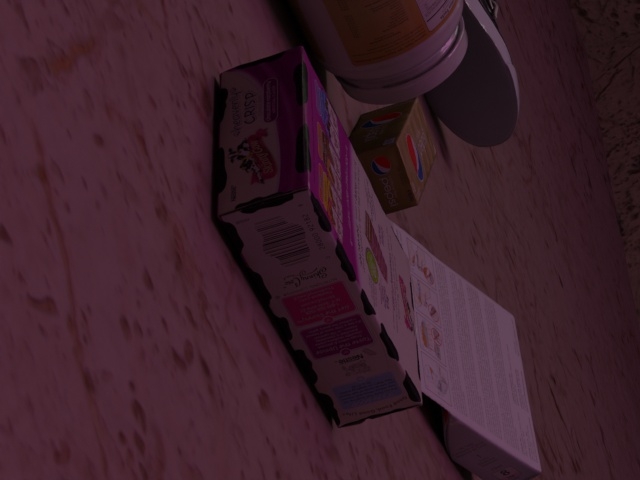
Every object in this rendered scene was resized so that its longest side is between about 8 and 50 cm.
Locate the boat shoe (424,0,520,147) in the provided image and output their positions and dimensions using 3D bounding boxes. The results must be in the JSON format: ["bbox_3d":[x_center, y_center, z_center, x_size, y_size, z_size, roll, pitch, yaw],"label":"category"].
[{"bbox_3d":[0.149,-0.254,2.267,0.306,0.113,0.105,58,32,-20],"label":"boat shoe"}]

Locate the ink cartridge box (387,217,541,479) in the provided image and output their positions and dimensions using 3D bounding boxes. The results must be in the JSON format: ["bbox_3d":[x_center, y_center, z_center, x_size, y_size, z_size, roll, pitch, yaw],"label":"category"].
[{"bbox_3d":[0.114,0.107,1.869,0.232,0.066,0.189,32,39,-39],"label":"ink cartridge box"}]

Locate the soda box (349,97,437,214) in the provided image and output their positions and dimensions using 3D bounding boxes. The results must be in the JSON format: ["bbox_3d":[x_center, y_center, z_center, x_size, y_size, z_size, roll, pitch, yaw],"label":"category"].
[{"bbox_3d":[0.063,-0.076,1.819,0.181,0.058,0.061,-62,134,-71],"label":"soda box"}]

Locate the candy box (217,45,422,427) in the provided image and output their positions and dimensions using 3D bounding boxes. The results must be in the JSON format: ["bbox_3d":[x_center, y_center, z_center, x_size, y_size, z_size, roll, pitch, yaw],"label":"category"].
[{"bbox_3d":[0.000,0.000,1.444,0.159,0.071,0.233,-92,160,-48],"label":"candy box"}]

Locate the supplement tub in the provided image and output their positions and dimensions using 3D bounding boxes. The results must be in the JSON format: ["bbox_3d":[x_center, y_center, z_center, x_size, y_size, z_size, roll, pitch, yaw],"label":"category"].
[{"bbox_3d":[0.038,-0.230,1.717,0.144,0.144,0.199,-92,160,-47],"label":"supplement tub"}]
